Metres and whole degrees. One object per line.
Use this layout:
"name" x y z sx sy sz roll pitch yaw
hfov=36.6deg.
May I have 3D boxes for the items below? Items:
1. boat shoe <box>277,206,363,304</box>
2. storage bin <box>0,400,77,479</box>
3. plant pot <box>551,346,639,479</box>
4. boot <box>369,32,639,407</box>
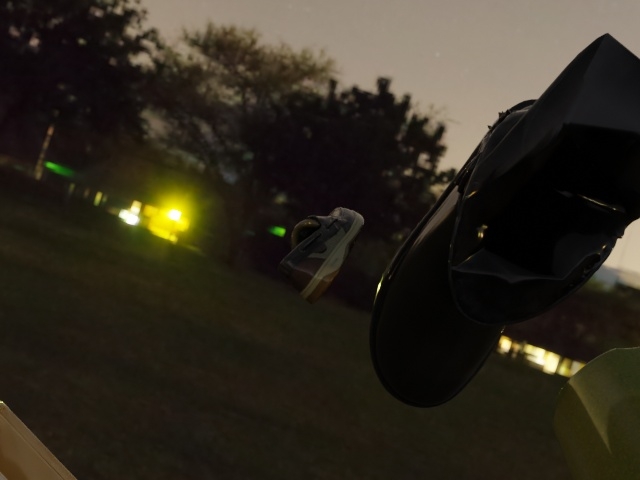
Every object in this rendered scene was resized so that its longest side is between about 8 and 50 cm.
"boat shoe" 0.000 0.000 0.838 0.049 0.056 0.152 38 22 -6
"storage bin" -0.240 0.259 0.776 0.260 0.123 0.262 44 -13 3
"plant pot" 0.387 0.259 1.064 0.276 0.276 0.254 19 29 -30
"boot" 0.151 0.025 0.853 0.146 0.366 0.445 24 6 0
